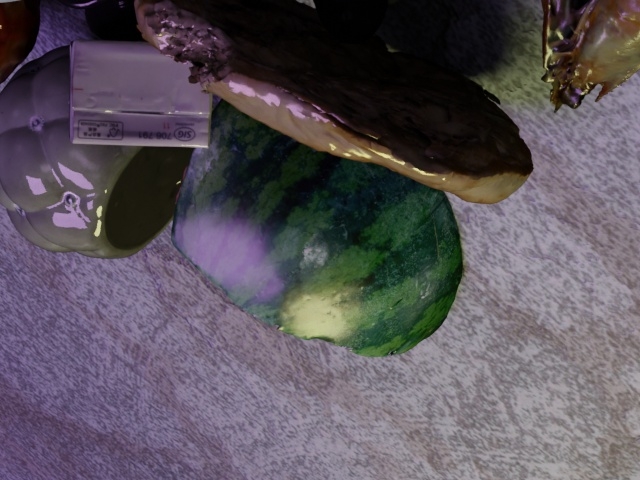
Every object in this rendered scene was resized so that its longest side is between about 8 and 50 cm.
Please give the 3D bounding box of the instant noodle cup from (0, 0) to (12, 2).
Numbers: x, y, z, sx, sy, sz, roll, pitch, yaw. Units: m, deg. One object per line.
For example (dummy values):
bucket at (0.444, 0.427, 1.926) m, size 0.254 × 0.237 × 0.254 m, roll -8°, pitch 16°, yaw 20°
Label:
instant noodle cup at (-0.311, -0.421, 1.477) m, size 0.294 × 0.294 × 0.308 m, roll 35°, pitch 141°, yaw 7°

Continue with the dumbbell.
dumbbell at (-0.221, -0.267, 1.703) m, size 0.099 × 0.099 × 0.208 m, roll 22°, pitch 171°, yaw 27°

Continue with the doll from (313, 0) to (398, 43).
doll at (0.042, -0.280, 1.394) m, size 0.135 × 0.143 × 0.234 m, roll 57°, pitch 168°, yaw 29°

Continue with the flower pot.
flower pot at (-0.261, -0.101, 1.858) m, size 0.195 × 0.246 × 0.246 m, roll 30°, pitch 148°, yaw 24°

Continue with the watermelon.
watermelon at (-0.013, 0.006, 1.757) m, size 0.292 × 0.222 × 0.319 m, roll 37°, pitch 149°, yaw 13°

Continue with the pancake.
pancake at (0.006, -0.144, 1.451) m, size 0.382 × 0.382 × 0.071 m, roll 30°, pitch 108°, yaw 15°

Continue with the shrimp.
shrimp at (0.230, -0.197, 1.381) m, size 0.145 × 0.061 × 0.267 m, roll 41°, pitch 154°, yaw 15°

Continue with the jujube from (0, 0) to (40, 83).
jujube at (-0.471, -0.310, 1.767) m, size 0.377 × 0.276 × 0.276 m, roll 46°, pitch 149°, yaw -12°

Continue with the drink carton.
drink carton at (-0.183, -0.149, 1.632) m, size 0.222 × 0.134 × 0.102 m, roll -141°, pitch 51°, yaw -78°
